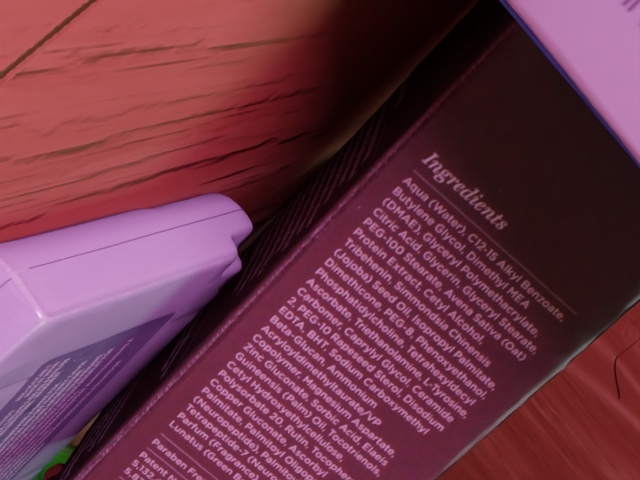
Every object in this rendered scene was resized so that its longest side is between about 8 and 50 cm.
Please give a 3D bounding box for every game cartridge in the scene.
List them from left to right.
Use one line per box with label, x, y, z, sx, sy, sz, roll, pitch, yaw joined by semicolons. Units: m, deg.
game cartridge;-0.179;0.088;0.559;0.294;0.060;0.196;-44;171;29

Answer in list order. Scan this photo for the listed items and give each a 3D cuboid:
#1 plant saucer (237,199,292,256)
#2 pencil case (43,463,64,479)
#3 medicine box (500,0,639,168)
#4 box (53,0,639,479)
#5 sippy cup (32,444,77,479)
plant saucer;0.000;0.000;0.813;0.241;0.037;0.241;-36;170;-7
pencil case;-0.278;0.272;0.930;0.209;0.095;0.098;-41;154;4
medicine box;0.210;-0.117;0.377;0.289;0.263;0.149;-27;165;-45
box;0.025;0.040;0.596;0.381;0.143;0.191;-47;-173;21
sippy cup;-0.250;0.299;0.755;0.305;0.224;0.240;-41;170;16
